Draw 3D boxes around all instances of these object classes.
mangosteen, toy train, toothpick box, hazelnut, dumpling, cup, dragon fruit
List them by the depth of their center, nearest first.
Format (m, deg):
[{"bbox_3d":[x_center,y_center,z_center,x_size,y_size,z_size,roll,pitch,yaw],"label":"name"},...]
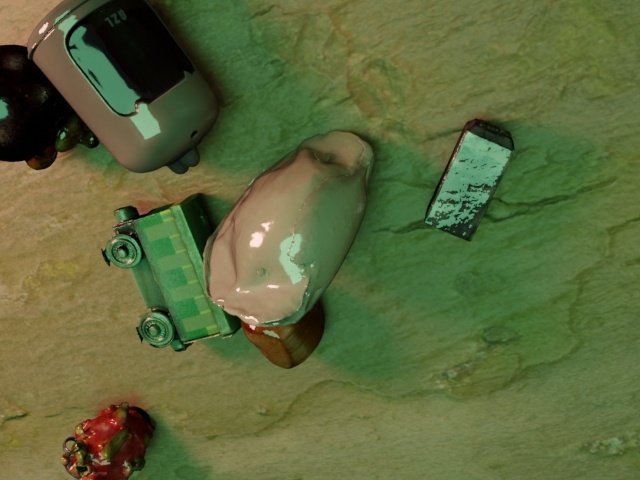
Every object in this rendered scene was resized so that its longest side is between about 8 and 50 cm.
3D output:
[{"bbox_3d":[-0.063,-0.035,1.250,0.260,0.181,0.341,13,90,34],"label":"dumpling"},{"bbox_3d":[-0.309,-0.249,1.254,0.229,0.229,0.316,-33,101,22],"label":"toothpick box"},{"bbox_3d":[-0.507,-0.223,1.319,0.250,0.211,0.211,26,117,-30],"label":"mangosteen"},{"bbox_3d":[-0.062,0.150,1.368,0.150,0.150,0.150,4,110,12],"label":"hazelnut"},{"bbox_3d":[-0.270,0.061,1.397,0.202,0.120,0.301,-16,105,15],"label":"toy train"},{"bbox_3d":[-0.433,0.421,1.534,0.160,0.172,0.167,8,110,11],"label":"dragon fruit"},{"bbox_3d":[-0.514,0.462,1.620,0.100,0.077,0.078,27,113,3],"label":"cup"}]

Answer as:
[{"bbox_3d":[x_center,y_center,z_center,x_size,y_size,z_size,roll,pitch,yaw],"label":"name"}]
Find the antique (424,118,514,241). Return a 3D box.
[{"bbox_3d":[0.246,-0.104,1.231,0.086,0.088,0.183,23,113,3],"label":"antique"}]
